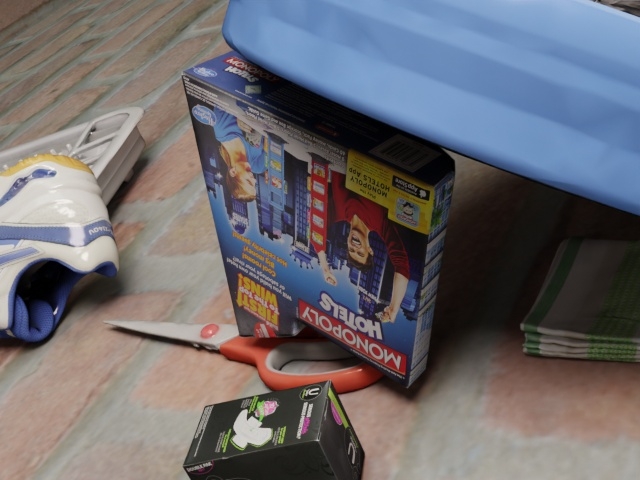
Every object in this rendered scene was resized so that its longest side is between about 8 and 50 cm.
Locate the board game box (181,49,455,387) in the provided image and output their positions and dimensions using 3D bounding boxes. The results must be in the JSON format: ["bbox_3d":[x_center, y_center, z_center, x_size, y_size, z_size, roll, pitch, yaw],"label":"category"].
[{"bbox_3d":[0.000,0.000,0.569,0.194,0.194,0.060,29,44,31],"label":"board game box"}]

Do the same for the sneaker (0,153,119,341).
[{"bbox_3d":[-0.312,0.050,0.808,0.296,0.112,0.131,-37,69,19],"label":"sneaker"}]

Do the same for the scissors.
[{"bbox_3d":[-0.075,0.078,0.668,0.297,0.021,0.109,-7,35,26],"label":"scissors"}]

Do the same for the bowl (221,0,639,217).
[{"bbox_3d":[0.125,-0.094,0.522,0.390,0.077,0.391,18,15,-5],"label":"bowl"}]

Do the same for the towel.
[{"bbox_3d":[0.207,0.030,0.532,0.152,0.023,0.113,-2,36,36],"label":"towel"}]

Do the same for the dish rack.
[{"bbox_3d":[-0.366,-0.034,1.036,0.332,0.072,0.286,-14,30,18],"label":"dish rack"}]

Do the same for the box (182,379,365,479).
[{"bbox_3d":[-0.024,0.125,0.505,0.083,0.062,0.052,-15,28,18],"label":"box"}]

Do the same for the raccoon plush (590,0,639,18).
[{"bbox_3d":[0.242,-0.164,0.748,0.446,0.216,0.299,-45,38,15],"label":"raccoon plush"}]
